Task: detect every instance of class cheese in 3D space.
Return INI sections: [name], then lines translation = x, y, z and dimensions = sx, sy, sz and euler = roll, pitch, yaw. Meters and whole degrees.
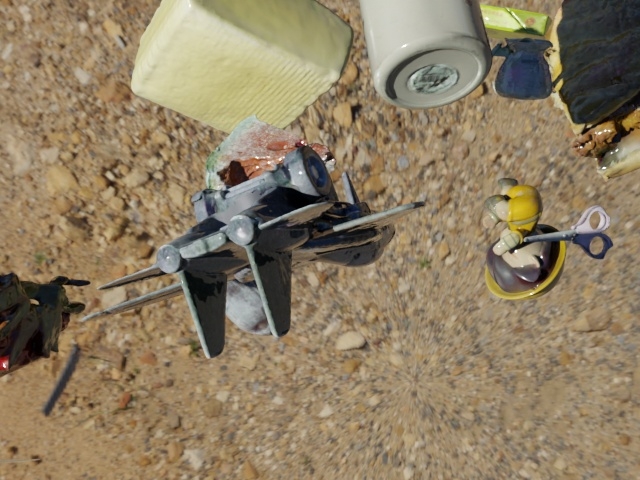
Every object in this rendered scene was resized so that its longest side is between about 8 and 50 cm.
[cheese]
translation = -0.119, -0.262, 1.122
dimensions = 0.242, 0.265, 0.124
euler = 17, 68, -24

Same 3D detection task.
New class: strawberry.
[strawberry]
translation = -0.316, 0.081, 0.670
dimensions = 0.208, 0.167, 0.087
euler = -10, 78, 19

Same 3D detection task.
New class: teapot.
[teapot]
translation = 0.214, -0.189, 0.859
dimensions = 0.083, 0.064, 0.064
euler = 11, 111, 24

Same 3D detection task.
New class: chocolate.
[chocolate]
translation = -0.111, 0.057, 1.005
dimensions = 0.167, 0.072, 0.072
euler = 44, 87, -13

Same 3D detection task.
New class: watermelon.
[watermelon]
translation = -0.055, -0.096, 0.989
dimensions = 0.158, 0.098, 0.121
euler = -11, 39, 7

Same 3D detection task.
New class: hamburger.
[hamburger]
translation = 0.387, -0.225, 1.009
dimensions = 0.282, 0.155, 0.245
euler = -52, 41, -2

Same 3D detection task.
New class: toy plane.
[toy plane]
translation = -0.004, -0.011, 0.502
dimensions = 0.212, 0.267, 0.088
euler = -19, 93, 26

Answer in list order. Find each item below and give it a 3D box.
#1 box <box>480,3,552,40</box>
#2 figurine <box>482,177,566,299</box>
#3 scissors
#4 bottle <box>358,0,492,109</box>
[box]
translation = 0.311, -0.454, 1.618
dimensions = 0.335, 0.187, 0.047
euler = 17, 101, 21
[figurine]
translation = 0.426, 0.007, 1.644
dimensions = 0.167, 0.257, 0.192
euler = -2, 40, 12
[scissors]
translation = 0.449, -0.009, 1.425
dimensions = 0.189, 0.015, 0.100
euler = -5, 91, -21
[bottle]
translation = 0.086, -0.246, 0.736
dimensions = 0.110, 0.110, 0.233
euler = -9, 65, 5
